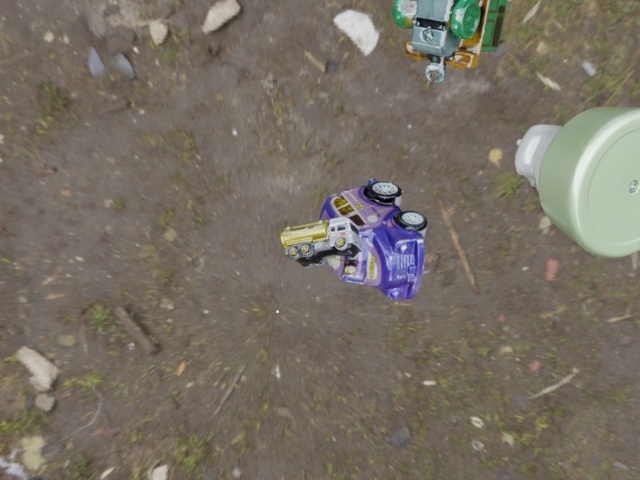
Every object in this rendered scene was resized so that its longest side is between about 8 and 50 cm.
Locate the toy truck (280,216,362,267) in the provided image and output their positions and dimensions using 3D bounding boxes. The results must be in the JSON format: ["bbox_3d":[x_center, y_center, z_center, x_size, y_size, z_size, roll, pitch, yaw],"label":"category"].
[{"bbox_3d":[0.000,0.000,1.263,0.123,0.052,0.062,-12,66,23],"label":"toy truck"}]

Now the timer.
[{"bbox_3d":[0.517,-0.147,1.668,0.291,0.315,0.290,-9,112,-23],"label":"timer"}]

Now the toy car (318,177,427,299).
[{"bbox_3d":[0.093,0.007,1.545,0.158,0.235,0.172,-11,126,-22],"label":"toy car"}]

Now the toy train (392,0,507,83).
[{"bbox_3d":[0.299,-0.543,1.738,0.178,0.249,0.429,21,111,34],"label":"toy train"}]
